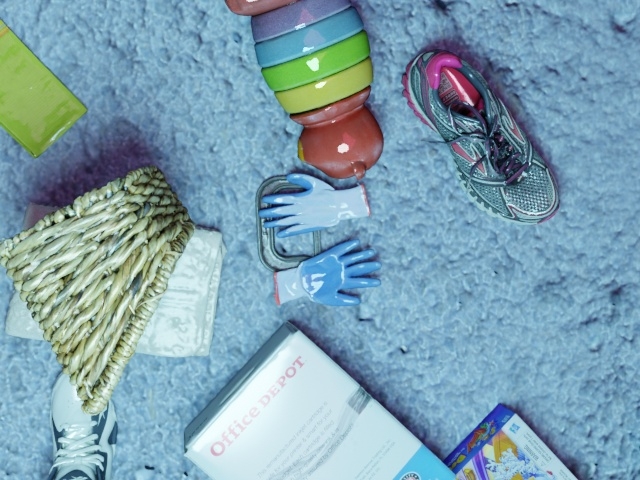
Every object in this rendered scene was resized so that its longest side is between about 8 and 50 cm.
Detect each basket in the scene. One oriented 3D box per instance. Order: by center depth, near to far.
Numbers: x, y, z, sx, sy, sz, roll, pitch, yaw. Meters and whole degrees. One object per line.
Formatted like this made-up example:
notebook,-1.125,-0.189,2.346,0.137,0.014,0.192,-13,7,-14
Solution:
basket,-0.234,0.051,1.281,0.213,0.299,0.223,-30,93,-8

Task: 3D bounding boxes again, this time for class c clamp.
c clamp,-0.025,-0.016,1.502,0.137,0.022,0.161,-9,95,-4

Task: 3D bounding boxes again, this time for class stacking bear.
stacking bear,-0.003,-0.220,1.433,0.164,0.175,0.289,-21,105,0

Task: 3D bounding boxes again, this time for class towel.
towel,-0.434,-0.229,1.424,0.102,0.021,0.237,-44,98,-4
towel,-0.277,0.057,1.450,0.282,0.049,0.187,9,90,-8

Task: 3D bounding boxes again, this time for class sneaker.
sneaker,-0.318,0.291,1.398,0.094,0.153,0.235,5,92,-11
sneaker,0.228,-0.139,1.489,0.121,0.112,0.299,-44,99,-5

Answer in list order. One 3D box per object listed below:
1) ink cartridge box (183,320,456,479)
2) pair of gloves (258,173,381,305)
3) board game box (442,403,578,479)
ink cartridge box,-0.006,0.296,1.461,0.307,0.129,0.223,44,86,-8
pair of gloves,0.000,0.000,1.482,0.159,0.023,0.198,-10,97,-4
board game box,0.305,0.447,1.543,0.233,0.078,0.347,-44,98,-5
